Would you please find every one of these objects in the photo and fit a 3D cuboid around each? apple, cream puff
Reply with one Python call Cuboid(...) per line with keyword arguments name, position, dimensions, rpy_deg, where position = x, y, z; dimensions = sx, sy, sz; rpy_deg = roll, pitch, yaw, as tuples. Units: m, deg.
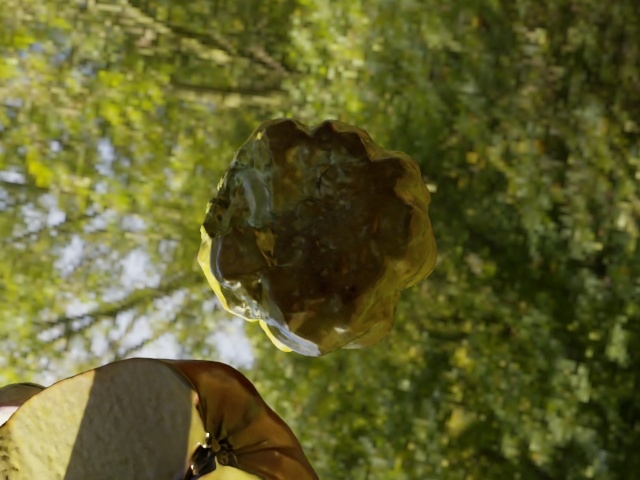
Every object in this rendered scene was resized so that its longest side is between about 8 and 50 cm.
Cuboid(name="apple", position=(-0.170, 0.294, 1.395), dimensions=(0.365, 0.329, 0.295), rpy_deg=(-47, 23, 14))
Cuboid(name="cream puff", position=(-0.002, -0.001, 1.623), dimensions=(0.185, 0.282, 0.282), rpy_deg=(63, -139, -72))

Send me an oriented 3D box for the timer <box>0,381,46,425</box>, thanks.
Cuboid(name="timer", position=(-0.393, 0.281, 1.978), dimensions=(0.208, 0.191, 0.069), rpy_deg=(36, -150, -32))
